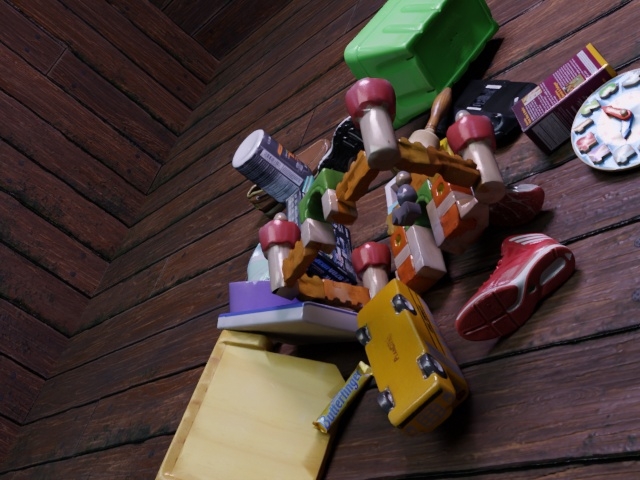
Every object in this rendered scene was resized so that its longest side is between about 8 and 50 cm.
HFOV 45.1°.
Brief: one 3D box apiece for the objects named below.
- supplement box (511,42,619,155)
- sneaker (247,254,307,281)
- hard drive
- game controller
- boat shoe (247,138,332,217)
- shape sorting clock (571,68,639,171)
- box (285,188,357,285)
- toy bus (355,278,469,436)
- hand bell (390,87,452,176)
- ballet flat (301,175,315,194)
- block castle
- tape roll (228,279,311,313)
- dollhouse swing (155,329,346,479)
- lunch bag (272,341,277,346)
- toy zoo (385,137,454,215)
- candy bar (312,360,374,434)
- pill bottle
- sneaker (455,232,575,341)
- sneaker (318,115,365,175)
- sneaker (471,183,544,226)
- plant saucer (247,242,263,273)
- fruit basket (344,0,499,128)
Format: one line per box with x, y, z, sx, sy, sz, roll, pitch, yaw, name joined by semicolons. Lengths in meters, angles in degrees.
0.466;-0.263;1.447;0.188;0.080;0.104;-40;28;23;supplement box
-0.083;0.098;1.899;0.255;0.094;0.151;-18;53;40;sneaker
-0.042;0.174;1.572;0.318;0.210;0.040;-14;65;53;hard drive
0.357;-0.291;1.713;0.166;0.067;0.319;-40;24;-9;game controller
-0.088;-0.195;2.264;0.307;0.104;0.111;-44;26;15;boat shoe
0.519;-0.207;1.299;0.206;0.040;0.206;-31;44;34;shape sorting clock
0.000;0.000;1.773;0.051;0.175;0.220;-41;28;22;box
0.152;0.197;1.304;0.108;0.130;0.333;-44;26;13;toy bus
0.245;-0.246;1.687;0.126;0.126;0.242;-17;38;51;hand bell
-0.033;-0.057;2.017;0.083;0.087;0.247;109;180;-59;ballet flat
0.103;-0.069;1.425;0.453;0.302;0.213;-54;32;41;block castle
-0.114;0.133;1.759;0.189;0.188;0.080;-12;79;54;tape roll
-0.120;0.408;1.568;0.315;0.304;0.347;90;-162;-56;dollhouse swing
-0.128;0.232;1.824;0.071;0.053;0.083;-46;16;7;lunch bag
0.228;-0.113;1.708;0.192;0.030;0.293;-39;28;26;toy zoo
0.044;0.295;1.441;0.040;0.018;0.161;30;63;26;candy bar
-0.112;-0.183;2.121;0.130;0.245;0.130;-38;30;27;pill bottle
0.310;0.073;1.286;0.221;0.087;0.128;-35;19;7;sneaker
0.078;-0.258;2.022;0.271;0.100;0.108;-51;7;48;sneaker
0.324;-0.082;1.438;0.225;0.088;0.093;-5;50;57;sneaker
-0.122;0.033;2.097;0.195;0.037;0.195;-39;27;24;plant saucer
0.215;-0.463;1.928;0.392;0.283;0.392;-30;28;18;fruit basket
